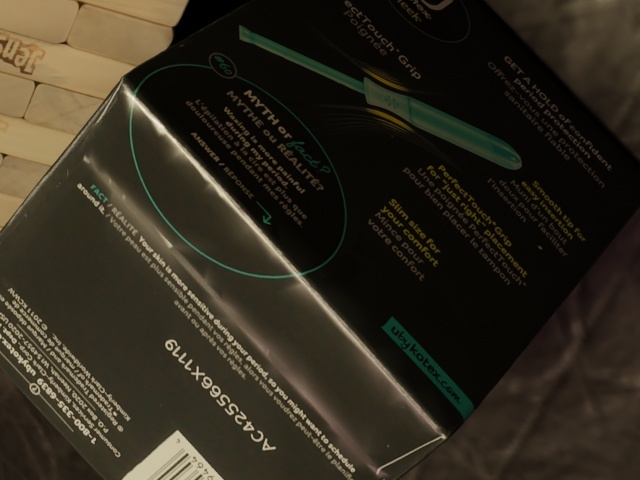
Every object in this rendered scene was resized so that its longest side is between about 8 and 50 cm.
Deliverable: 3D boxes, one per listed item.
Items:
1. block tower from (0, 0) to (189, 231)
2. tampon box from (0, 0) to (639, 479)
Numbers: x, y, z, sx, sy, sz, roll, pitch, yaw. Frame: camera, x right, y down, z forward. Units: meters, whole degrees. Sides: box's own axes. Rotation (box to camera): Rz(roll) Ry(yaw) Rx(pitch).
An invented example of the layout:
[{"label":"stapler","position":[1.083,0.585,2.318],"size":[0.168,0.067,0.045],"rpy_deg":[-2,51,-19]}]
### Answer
[{"label":"block tower","position":[-0.062,-0.133,0.463],"size":[0.097,0.091,0.335],"rpy_deg":[15,135,-19]},{"label":"tampon box","position":[0.000,0.000,0.492],"size":[0.120,0.161,0.101],"rpy_deg":[47,128,2]}]
